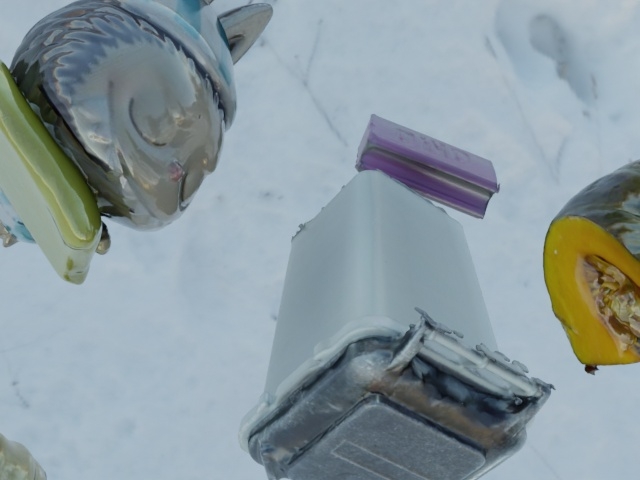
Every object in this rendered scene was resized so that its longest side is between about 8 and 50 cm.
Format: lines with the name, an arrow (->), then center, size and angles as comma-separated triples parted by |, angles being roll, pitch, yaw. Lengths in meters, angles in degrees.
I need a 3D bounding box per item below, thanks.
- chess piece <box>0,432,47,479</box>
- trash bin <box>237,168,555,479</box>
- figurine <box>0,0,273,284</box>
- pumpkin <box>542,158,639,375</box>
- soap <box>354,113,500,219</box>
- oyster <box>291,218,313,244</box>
chess piece -> -0.466, 0.223, 1.240 | 0.139, 0.124, 0.307 | -79, 150, -54
trash bin -> 0.083, 0.100, 1.143 | 0.256, 0.296, 0.368 | 29, 36, -21
figurine -> -0.198, -0.146, 1.108 | 0.377, 0.361, 0.266 | -32, 102, -25
pumpkin -> 0.306, 0.060, 0.826 | 0.139, 0.280, 0.190 | -18, 134, -11
soap -> 0.154, -0.110, 1.452 | 0.203, 0.122, 0.065 | 21, 112, -5
oyster -> 0.001, 0.000, 1.604 | 0.037, 0.098, 0.100 | 57, 36, -36
